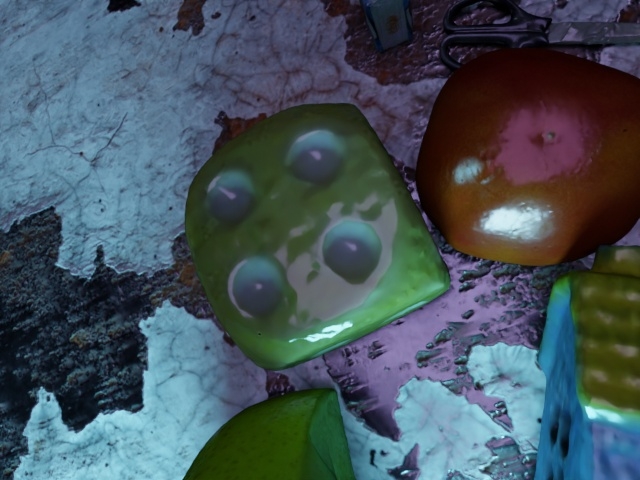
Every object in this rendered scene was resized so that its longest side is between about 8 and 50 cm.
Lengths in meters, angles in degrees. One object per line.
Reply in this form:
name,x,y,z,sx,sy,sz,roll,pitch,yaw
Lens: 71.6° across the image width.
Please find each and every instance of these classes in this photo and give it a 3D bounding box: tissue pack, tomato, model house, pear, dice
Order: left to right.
pear,-0.060,0.355,0.456,0.238,0.318,0.343,-17,76,10
dice,0.000,0.000,0.526,0.233,0.227,0.239,-29,74,9
tissue pack,0.077,-0.360,0.606,0.065,0.115,0.155,-19,79,14
tomato,0.232,-0.089,0.487,0.259,0.180,0.260,-2,84,19
model house,0.324,0.160,0.392,0.236,0.215,0.304,5,88,18

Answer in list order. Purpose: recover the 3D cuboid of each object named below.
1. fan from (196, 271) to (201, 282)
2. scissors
fan,-0.158,0.026,0.649,0.133,0.005,0.085,-44,63,46
scissors,0.308,-0.266,0.568,0.299,0.022,0.109,8,89,18
